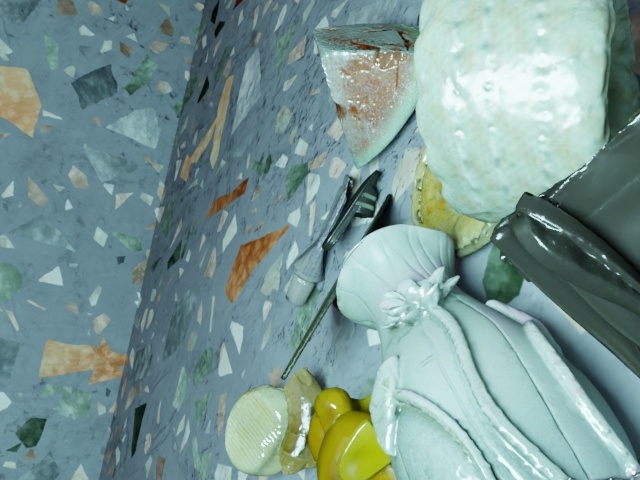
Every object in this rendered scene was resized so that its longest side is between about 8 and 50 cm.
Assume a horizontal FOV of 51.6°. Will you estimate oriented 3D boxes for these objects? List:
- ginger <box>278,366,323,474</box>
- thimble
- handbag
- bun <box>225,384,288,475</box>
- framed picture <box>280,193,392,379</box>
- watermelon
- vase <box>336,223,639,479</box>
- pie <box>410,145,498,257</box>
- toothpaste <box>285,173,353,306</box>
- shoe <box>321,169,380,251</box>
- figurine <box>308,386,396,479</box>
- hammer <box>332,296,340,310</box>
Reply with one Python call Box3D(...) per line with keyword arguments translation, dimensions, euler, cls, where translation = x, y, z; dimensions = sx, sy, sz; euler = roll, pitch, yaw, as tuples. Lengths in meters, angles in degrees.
Box3D(translation=(-0.028, 0.325, 1.186), dimensions=(0.069, 0.095, 0.190), euler=(133, 148, -75), cls="ginger")
Box3D(translation=(0.239, -0.164, 0.730), dimensions=(0.195, 0.291, 0.291), euler=(2, 75, 32), cls="thimble")
Box3D(translation=(0.319, -0.010, 0.563), dimensions=(0.285, 0.257, 0.113), euler=(-50, 4, 39), cls="handbag")
Box3D(translation=(-0.100, 0.367, 1.284), dimensions=(0.164, 0.111, 0.188), euler=(36, 105, 43), cls="bun")
Box3D(translation=(0.035, 0.064, 1.104), dimensions=(0.244, 0.013, 0.324), euler=(-60, -2, 24), cls="framed picture")
Box3D(translation=(0.068, -0.288, 1.218), dimensions=(0.213, 0.201, 0.262), euler=(-100, 33, -54), cls="watermelon")
Box3D(translation=(0.161, 0.162, 0.776), dimensions=(0.250, 0.250, 0.445), euler=(-61, 30, 23), cls="vase")
Box3D(translation=(0.227, -0.105, 0.981), dimensions=(0.274, 0.055, 0.274), euler=(-38, 43, 48), cls="pie")
Box3D(translation=(0.001, 0.001, 1.328), dimensions=(0.099, 0.068, 0.282), euler=(35, 105, 54), cls="toothpaste")
Box3D(translation=(0.070, -0.047, 1.243), dimensions=(0.179, 0.049, 0.071), euler=(-56, 7, -5), cls="shoe")
Box3D(translation=(0.061, 0.295, 0.923), dimensions=(0.215, 0.215, 0.228), euler=(-61, 0, 23), cls="figurine")
Box3D(translation=(0.052, 0.093, 1.209), dimensions=(0.083, 0.043, 0.043), euler=(-59, 31, 28), cls="hammer")
